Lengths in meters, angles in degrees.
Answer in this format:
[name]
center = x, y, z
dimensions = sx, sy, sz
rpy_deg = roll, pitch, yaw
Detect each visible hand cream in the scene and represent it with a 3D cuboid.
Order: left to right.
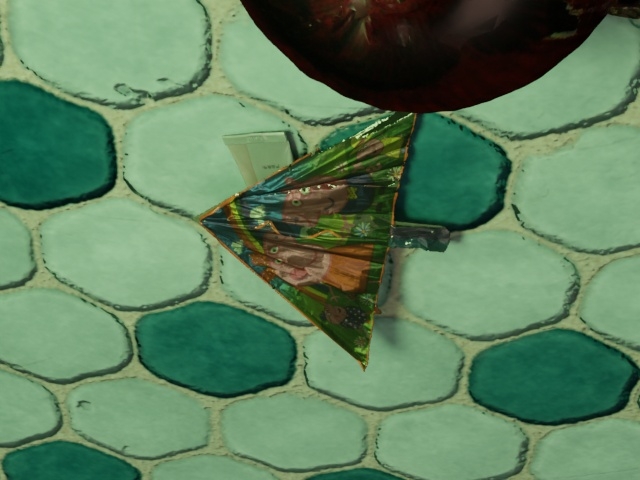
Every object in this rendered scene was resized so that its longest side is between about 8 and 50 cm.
[hand cream]
center = -0.030, -0.018, 1.368
dimensions = 0.052, 0.038, 0.216
rpy_deg = -22, 131, -2

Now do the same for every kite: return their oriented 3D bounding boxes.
[kite]
center = 0.000, 0.000, 1.351
dimensions = 0.234, 0.016, 0.321
rpy_deg = 5, 131, -5

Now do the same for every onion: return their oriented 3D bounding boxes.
[onion]
center = 0.059, -0.193, 0.938
dimensions = 0.273, 0.285, 0.273
rpy_deg = 5, 118, 10

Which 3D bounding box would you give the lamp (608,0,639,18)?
[lamp]
center = 0.222, -0.202, 1.054
dimensions = 0.101, 0.090, 0.101
rpy_deg = 11, 180, 0
